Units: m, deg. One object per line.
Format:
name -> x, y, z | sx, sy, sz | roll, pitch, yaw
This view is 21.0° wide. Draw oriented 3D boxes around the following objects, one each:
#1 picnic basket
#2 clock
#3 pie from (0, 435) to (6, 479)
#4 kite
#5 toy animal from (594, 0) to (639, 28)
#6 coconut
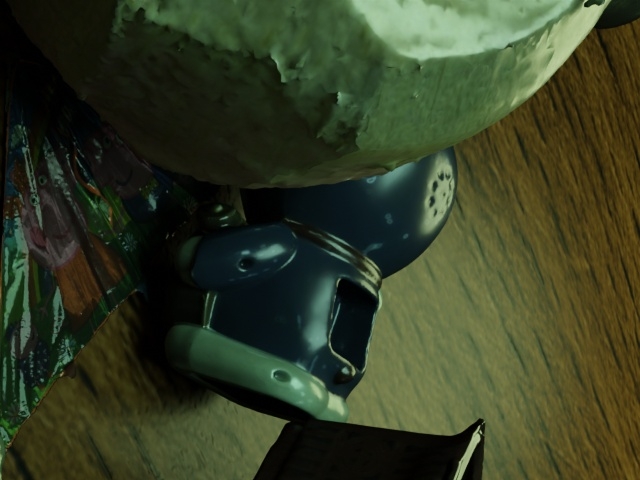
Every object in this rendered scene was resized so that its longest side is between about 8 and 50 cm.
picnic basket -> 0.012, 0.238, 1.120 | 0.297, 0.129, 0.222 | 91, 24, -49
clock -> 0.000, 0.000, 1.167 | 0.199, 0.146, 0.243 | 41, 68, -55
pie -> -0.264, 0.167, 0.727 | 0.306, 0.306, 0.071 | 7, 39, -54
kite -> -0.142, -0.019, 1.090 | 0.321, 0.016, 0.234 | -54, 130, -41
toy animal -> 0.185, -0.239, 1.483 | 0.343, 0.106, 0.168 | -27, 117, -45
coconut -> -0.017, -0.223, 1.002 | 0.404, 0.404, 0.405 | 4, 85, -54
